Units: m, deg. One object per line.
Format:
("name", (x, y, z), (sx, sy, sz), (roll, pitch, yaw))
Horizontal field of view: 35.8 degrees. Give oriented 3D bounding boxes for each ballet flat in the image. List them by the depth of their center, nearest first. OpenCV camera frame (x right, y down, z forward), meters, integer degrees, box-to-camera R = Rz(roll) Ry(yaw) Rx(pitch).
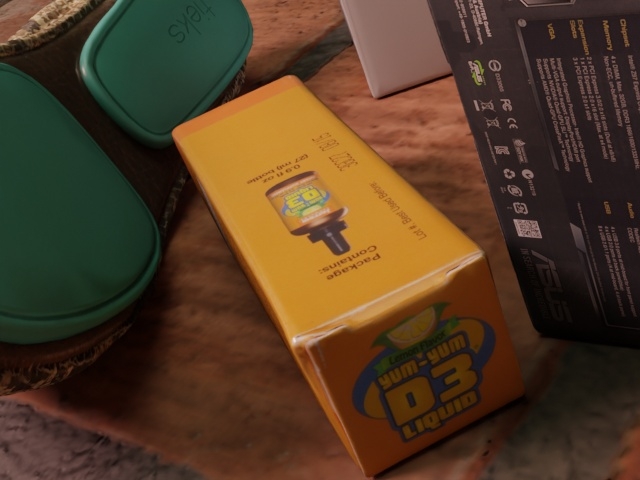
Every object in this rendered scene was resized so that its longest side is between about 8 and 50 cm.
("ballet flat", (-0.163, -0.038, 0.570), (0.182, 0.164, 0.483), (-33, 18, 23))

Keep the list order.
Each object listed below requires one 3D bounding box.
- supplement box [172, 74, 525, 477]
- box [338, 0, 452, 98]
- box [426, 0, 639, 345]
("supplement box", (0.000, 0.000, 0.451), (0.078, 0.080, 0.233), (-25, 29, -6))
("box", (0.095, -0.185, 0.677), (0.170, 0.091, 0.130), (-18, 30, 4))
("box", (0.133, -0.058, 0.304), (0.183, 0.233, 0.059), (5, 45, 37))
